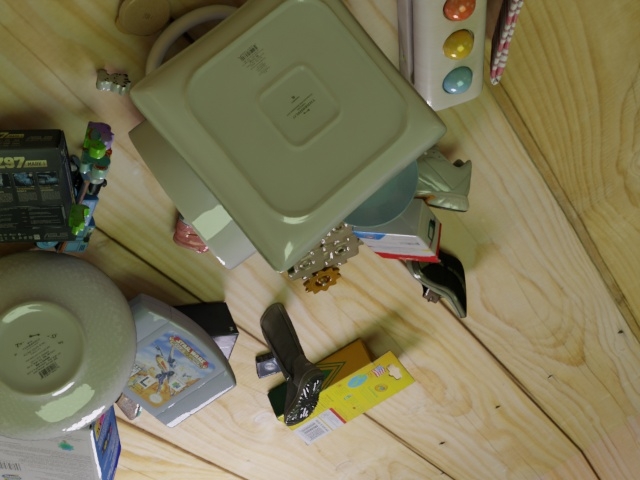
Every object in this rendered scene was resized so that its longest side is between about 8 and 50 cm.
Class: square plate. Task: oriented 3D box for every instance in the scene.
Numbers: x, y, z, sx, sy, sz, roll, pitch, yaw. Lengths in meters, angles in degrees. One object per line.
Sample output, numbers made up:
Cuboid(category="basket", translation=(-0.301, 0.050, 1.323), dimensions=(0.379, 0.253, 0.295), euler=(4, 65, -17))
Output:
Cuboid(category="square plate", translation=(-0.037, -0.190, 1.441), dimensions=(0.347, 0.344, 0.049), euler=(-41, -175, -13))

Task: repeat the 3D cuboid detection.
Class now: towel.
Cuboid(category="towel", translation=(0.324, -0.380, 1.688), dimensions=(0.029, 0.144, 0.197), euler=(12, 132, 2))

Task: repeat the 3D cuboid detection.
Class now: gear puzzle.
Cuboid(category="gear puzzle", translation=(0.000, 0.000, 2.016), dimensions=(0.176, 0.044, 0.339), euler=(-22, 144, -10))

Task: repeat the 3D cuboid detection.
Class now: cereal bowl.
Cuboid(category="cereal bowl", translation=(-0.482, 0.179, 1.690), dimensions=(0.339, 0.338, 0.141), euler=(-16, 180, -14))

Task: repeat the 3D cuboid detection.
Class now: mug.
Cuboid(category="mug", translation=(-0.119, -0.193, 1.572), dimensions=(0.328, 0.276, 0.374), euler=(-36, 112, -2))

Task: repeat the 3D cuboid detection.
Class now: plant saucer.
Cuboid(category="plant saucer", translation=(0.085, -0.120, 1.846), dimensions=(0.195, 0.195, 0.037), euler=(-29, 178, 2))

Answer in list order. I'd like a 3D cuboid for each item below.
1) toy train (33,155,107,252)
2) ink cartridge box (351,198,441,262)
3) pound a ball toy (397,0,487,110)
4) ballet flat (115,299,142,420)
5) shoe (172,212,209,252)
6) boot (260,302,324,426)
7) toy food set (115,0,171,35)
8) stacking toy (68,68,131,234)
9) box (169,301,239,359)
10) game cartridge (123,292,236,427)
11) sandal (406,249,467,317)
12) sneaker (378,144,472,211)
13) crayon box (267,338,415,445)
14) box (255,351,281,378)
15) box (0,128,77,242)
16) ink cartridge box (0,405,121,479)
Cuboid(category="toy train", translation=(-0.426, -0.058, 1.669), dimensions=(0.105, 0.080, 0.184), euler=(-3, 134, -41))
Cuboid(category="ink cartridge box", translation=(0.161, -0.019, 1.980), dimensions=(0.134, 0.078, 0.231), euler=(4, 167, 19))
Cuboid(category="pound a ball toy", translation=(0.246, -0.382, 1.646), dimensions=(0.208, 0.135, 0.319), euler=(-19, 142, -10))
Cuboid(category="ballet flat", translation=(-0.400, 0.240, 2.007), dimensions=(0.106, 0.107, 0.316), euler=(1, 124, -26))
Cuboid(category="shoe", translation=(-0.187, -0.023, 1.860), dimensions=(0.178, 0.063, 0.081), euler=(2, 135, -25))
Cuboid(category="boot", translation=(-0.076, 0.268, 2.132), dimensions=(0.076, 0.208, 0.189), euler=(-6, 132, -40))
Cuboid(category="toy food set", translation=(-0.263, -0.341, 1.484), dimensions=(0.083, 0.020, 0.083), euler=(-3, 135, -28))
Cuboid(category="stacking toy", translation=(-0.340, -0.138, 1.520), dimensions=(0.052, 0.221, 0.167), euler=(12, 129, -13))
Cuboid(category="box", translation=(-0.271, 0.216, 2.052), dimensions=(0.156, 0.093, 0.158), euler=(-3, 137, -28))
Cuboid(category="game cartridge", translation=(-0.307, 0.236, 1.935), dimensions=(0.198, 0.062, 0.297), euler=(-32, 126, 14))
Cuboid(category="sandal", translation=(0.255, 0.083, 2.220), dimensions=(0.086, 0.120, 0.303), euler=(-14, 148, 29))
Cuboid(category="sneaker", translation=(0.178, -0.136, 1.937), dimensions=(0.263, 0.099, 0.121), euler=(12, 91, -21))
Cuboid(category="crayon box", translation=(0.054, 0.361, 2.418), dimensions=(0.319, 0.081, 0.202), euler=(-30, 142, 5))
Cuboid(category="box", translation=(-0.108, 0.283, 2.284), dimensions=(0.083, 0.018, 0.067), euler=(-16, 141, -14))
Cuboid(category="box", translation=(-0.505, -0.081, 1.538), dimensions=(0.233, 0.059, 0.183), euler=(-3, 131, -3))
Cuboid(category="ink cartridge box", translation=(-0.547, 0.392, 1.959), dimensions=(0.270, 0.151, 0.395), euler=(8, 139, 0))
